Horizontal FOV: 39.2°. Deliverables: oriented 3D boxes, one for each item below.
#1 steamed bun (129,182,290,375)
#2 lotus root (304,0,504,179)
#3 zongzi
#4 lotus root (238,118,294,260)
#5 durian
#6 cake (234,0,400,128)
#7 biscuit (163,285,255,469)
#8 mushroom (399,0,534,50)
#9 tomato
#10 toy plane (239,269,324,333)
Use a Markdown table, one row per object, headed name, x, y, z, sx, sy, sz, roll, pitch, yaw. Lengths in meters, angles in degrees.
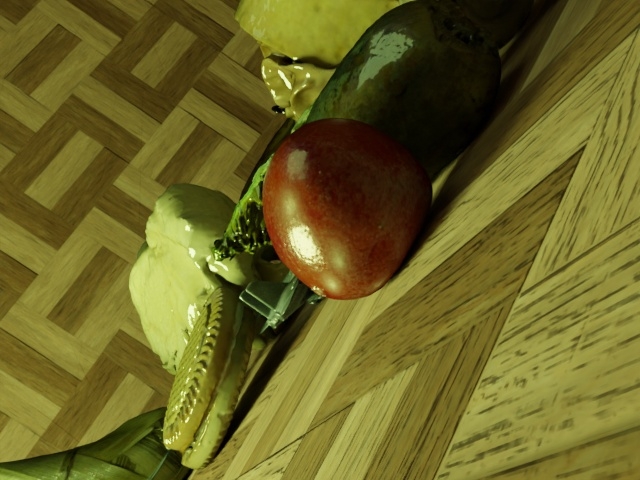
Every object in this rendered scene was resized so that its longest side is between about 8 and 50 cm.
| name | x | y | z | sx | sy | sz | roll | pitch | yaw |
| --- | --- | --- | --- | --- | --- | --- | --- | --- | --- |
| steamed bun | -0.182 | 0.067 | 1.544 | 0.230 | 0.325 | 0.372 | -11 | -38 | -32 |
| lotus root | 0.072 | -0.124 | 0.943 | 0.160 | 0.151 | 0.275 | -85 | 19 | -44 |
| zongzi | -0.339 | 0.325 | 1.378 | 0.251 | 0.274 | 0.125 | -58 | 11 | -29 |
| lotus root | -0.010 | -0.130 | 1.649 | 0.398 | 0.195 | 0.179 | -55 | 32 | 15 |
| durian | -0.004 | -0.121 | 1.153 | 0.394 | 0.163 | 0.198 | -47 | 37 | -11 |
| cake | 0.011 | -0.291 | 1.431 | 0.332 | 0.332 | 0.321 | -64 | -7 | -66 |
| biscuit | -0.159 | 0.194 | 1.282 | 0.259 | 0.079 | 0.259 | -160 | 90 | -78 |
| mushroom | 0.188 | -0.321 | 1.021 | 0.209 | 0.206 | 0.206 | -23 | 25 | 39 |
| tomato | 0.026 | -0.033 | 0.811 | 0.167 | 0.167 | 0.167 | -56 | 4 | 5 |
| toy plane | 0.009 | 0.008 | 1.198 | 0.267 | 0.088 | 0.212 | -49 | 2 | -24 |
